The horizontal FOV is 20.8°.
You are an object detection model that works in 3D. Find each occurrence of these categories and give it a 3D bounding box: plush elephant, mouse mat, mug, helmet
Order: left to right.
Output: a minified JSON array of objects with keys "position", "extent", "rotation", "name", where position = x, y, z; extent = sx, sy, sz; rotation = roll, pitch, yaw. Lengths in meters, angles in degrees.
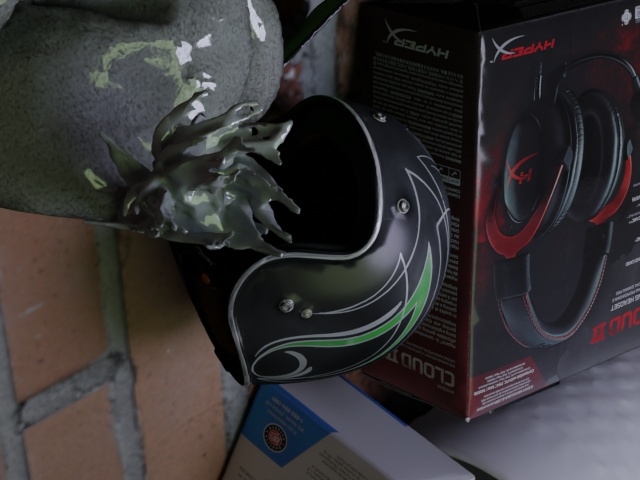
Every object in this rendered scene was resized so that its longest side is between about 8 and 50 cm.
[{"position":[-0.112,-0.142,0.777],"extent":[0.272,0.330,0.255],"rotation":[4,95,-40],"name":"plush elephant"},{"position":[-0.046,-0.079,0.989],"extent":[0.007,0.152,0.190],"rotation":[44,79,-8],"name":"mouse mat"},{"position":[0.000,0.000,1.060],"extent":[0.161,0.169,0.169],"rotation":[-24,134,-12],"name":"helmet"},{"position":[0.238,0.251,1.362],"extent":[0.328,0.276,0.374],"rotation":[-29,103,-39],"name":"mug"}]

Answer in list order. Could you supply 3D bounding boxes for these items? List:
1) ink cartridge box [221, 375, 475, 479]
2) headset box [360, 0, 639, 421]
[{"position":[-0.002,0.217,1.224],"extent":[0.086,0.148,0.203],"rotation":[1,117,-49],"name":"ink cartridge box"},{"position":[0.139,-0.027,1.185],"extent":[0.218,0.110,0.293],"rotation":[-17,117,-38],"name":"headset box"}]
